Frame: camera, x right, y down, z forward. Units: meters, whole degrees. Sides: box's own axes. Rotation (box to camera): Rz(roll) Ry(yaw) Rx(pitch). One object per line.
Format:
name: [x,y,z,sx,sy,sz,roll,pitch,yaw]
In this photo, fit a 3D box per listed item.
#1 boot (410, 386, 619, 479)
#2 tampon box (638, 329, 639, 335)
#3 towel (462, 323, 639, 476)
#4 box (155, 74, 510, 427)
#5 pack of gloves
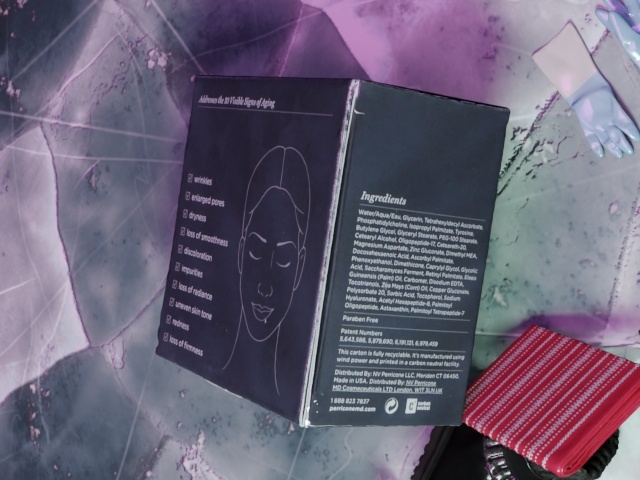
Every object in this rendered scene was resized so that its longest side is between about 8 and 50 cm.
boot: [0.271,0.348,1.699,0.260,0.131,0.348,-4,52,38]
tampon box: [0.514,0.169,1.566,0.101,0.120,0.161,-45,27,27]
towel: [0.321,0.219,1.665,0.199,0.031,0.275,-41,26,-14]
box: [0.000,0.000,1.817,0.480,0.297,0.472,14,98,57]
pack of gloves: [0.432,-0.248,1.740,0.195,0.046,0.232,-40,65,27]
